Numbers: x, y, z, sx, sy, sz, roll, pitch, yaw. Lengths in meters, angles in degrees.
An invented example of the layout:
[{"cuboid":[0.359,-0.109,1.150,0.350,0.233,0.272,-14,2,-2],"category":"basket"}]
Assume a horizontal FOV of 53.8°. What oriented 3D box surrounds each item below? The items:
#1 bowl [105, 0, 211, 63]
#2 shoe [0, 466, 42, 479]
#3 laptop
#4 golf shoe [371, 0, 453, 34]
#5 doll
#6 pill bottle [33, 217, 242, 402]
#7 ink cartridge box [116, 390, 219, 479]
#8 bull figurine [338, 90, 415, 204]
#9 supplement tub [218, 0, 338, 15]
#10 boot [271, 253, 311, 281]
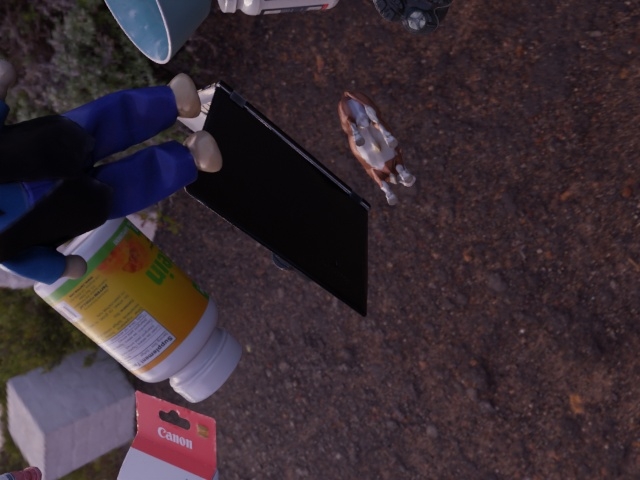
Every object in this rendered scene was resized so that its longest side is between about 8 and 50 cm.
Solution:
[{"cuboid":[-0.346,-0.554,1.340,0.311,0.163,0.311,44,158,24],"category":"bowl"},{"cuboid":[-0.661,0.540,1.332,0.178,0.081,0.063,-46,66,23],"category":"shoe"},{"cuboid":[-0.115,-0.074,1.153,0.382,0.236,0.408,38,162,-29],"category":"laptop"},{"cuboid":[0.056,-0.382,0.852,0.273,0.120,0.105,39,113,-11],"category":"golf shoe"},{"cuboid":[-0.151,-0.040,0.358,0.046,0.189,0.129,7,122,48],"category":"doll"},{"cuboid":[-0.218,0.091,0.798,0.136,0.136,0.245,-20,120,47],"category":"pill bottle"},{"cuboid":[-0.234,0.359,0.952,0.181,0.056,0.224,7,104,34],"category":"ink cartridge box"},{"cuboid":[0.135,-0.199,1.434,0.101,0.310,0.188,-34,38,9],"category":"bull figurine"},{"cuboid":[-0.097,-0.617,1.436,0.191,0.273,0.191,170,90,-75],"category":"supplement tub"},{"cuboid":[0.000,0.000,1.673,0.246,0.207,0.094,-46,67,6],"category":"boot"}]
